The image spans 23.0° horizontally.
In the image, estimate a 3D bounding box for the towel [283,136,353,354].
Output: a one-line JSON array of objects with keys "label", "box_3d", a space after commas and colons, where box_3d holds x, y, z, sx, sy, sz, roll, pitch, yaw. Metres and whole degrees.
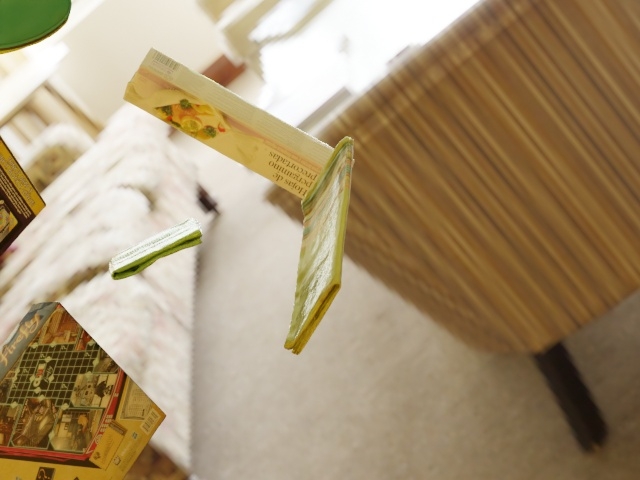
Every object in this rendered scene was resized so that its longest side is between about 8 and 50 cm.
[{"label": "towel", "box_3d": [0.000, 0.000, 1.529, 0.237, 0.021, 0.102, -84, 18, -52]}]

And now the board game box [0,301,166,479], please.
[{"label": "board game box", "box_3d": [-0.260, 0.198, 1.394, 0.042, 0.165, 0.243, -2, 45, 47]}]

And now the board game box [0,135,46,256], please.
[{"label": "board game box", "box_3d": [-0.404, -0.052, 1.777, 0.048, 0.170, 0.141, 19, 59, 35]}]

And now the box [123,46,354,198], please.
[{"label": "box", "box_3d": [-0.110, -0.151, 2.138, 0.063, 0.324, 0.067, -57, 9, 34]}]

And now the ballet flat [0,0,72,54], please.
[{"label": "ballet flat", "box_3d": [-0.342, -0.194, 1.450, 0.231, 0.077, 0.077, -26, 10, -34]}]

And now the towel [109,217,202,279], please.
[{"label": "towel", "box_3d": [-0.182, 0.013, 1.754, 0.113, 0.023, 0.152, -27, 9, -3]}]
